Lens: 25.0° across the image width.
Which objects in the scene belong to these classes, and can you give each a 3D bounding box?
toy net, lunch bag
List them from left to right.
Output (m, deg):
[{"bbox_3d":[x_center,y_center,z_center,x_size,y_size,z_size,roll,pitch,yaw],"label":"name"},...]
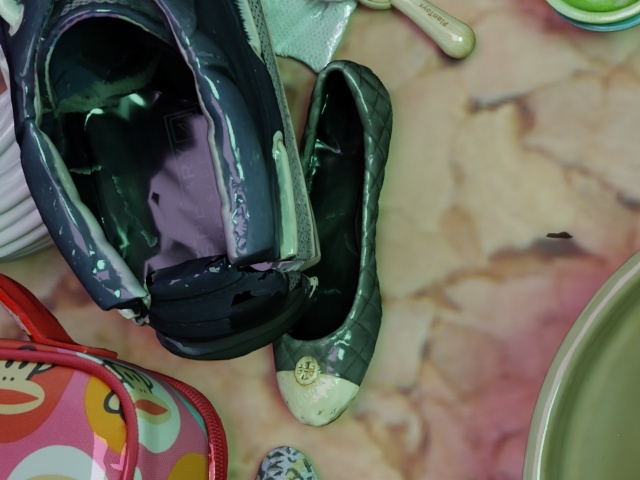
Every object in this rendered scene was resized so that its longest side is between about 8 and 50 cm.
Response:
[{"bbox_3d":[-0.195,0.139,0.700,0.293,0.120,0.258,4,82,25],"label":"lunch bag"},{"bbox_3d":[0.057,-0.146,0.681,0.232,0.045,0.122,-4,80,23],"label":"toy net"}]

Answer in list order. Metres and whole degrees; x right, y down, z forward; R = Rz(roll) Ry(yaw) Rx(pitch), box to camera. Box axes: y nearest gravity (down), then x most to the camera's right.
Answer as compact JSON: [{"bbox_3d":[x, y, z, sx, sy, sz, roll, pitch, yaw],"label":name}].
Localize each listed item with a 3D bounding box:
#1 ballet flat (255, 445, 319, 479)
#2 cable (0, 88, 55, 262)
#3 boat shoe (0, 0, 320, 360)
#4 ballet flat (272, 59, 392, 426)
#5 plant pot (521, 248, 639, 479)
[{"bbox_3d":[-0.016,0.151,0.664,0.041,0.041,0.114,-10,76,22],"label":"ballet flat"},{"bbox_3d":[-0.180,-0.112,0.757,0.257,0.089,0.257,1,81,23],"label":"cable"},{"bbox_3d":[-0.086,-0.118,0.598,0.127,0.158,0.341,-22,84,1],"label":"boat shoe"},{"bbox_3d":[0.000,0.000,0.678,0.057,0.049,0.173,2,82,25],"label":"ballet flat"},{"bbox_3d":[0.203,0.101,0.538,0.237,0.109,0.237,-5,78,23],"label":"plant pot"}]
